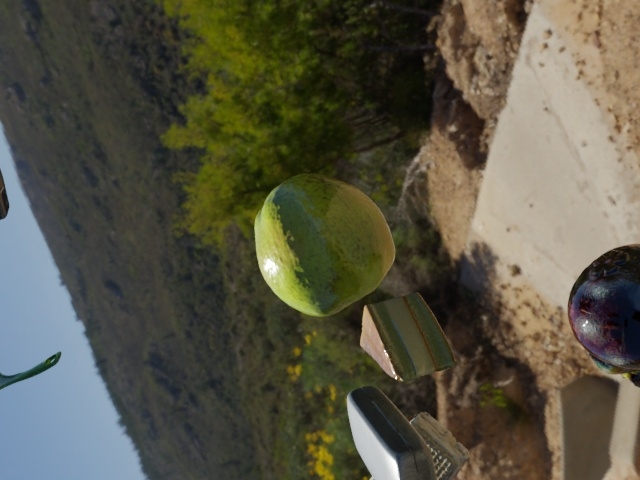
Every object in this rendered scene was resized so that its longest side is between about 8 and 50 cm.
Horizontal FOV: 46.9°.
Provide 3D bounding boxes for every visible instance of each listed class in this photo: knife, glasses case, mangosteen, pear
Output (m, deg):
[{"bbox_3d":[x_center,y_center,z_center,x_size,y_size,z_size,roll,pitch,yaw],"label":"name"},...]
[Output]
[{"bbox_3d":[-0.510,0.225,1.262,0.078,0.166,0.023,-97,-17,-48],"label":"knife"},{"bbox_3d":[0.121,0.369,1.310,0.323,0.074,0.131,-145,46,-74],"label":"glasses case"},{"bbox_3d":[0.741,0.165,1.719,0.330,0.330,0.330,58,164,28],"label":"mangosteen"},{"bbox_3d":[0.000,0.000,1.951,0.391,0.391,0.391,58,164,28],"label":"pear"}]

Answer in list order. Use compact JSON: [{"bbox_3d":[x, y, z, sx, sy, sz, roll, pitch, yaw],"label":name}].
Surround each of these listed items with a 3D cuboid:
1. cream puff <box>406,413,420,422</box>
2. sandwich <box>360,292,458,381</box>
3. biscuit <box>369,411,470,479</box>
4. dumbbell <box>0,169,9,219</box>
[{"bbox_3d":[0.241,0.508,1.882,0.116,0.094,0.122,-37,66,63],"label":"cream puff"},{"bbox_3d":[0.154,0.202,1.314,0.144,0.117,0.187,86,166,-45],"label":"sandwich"},{"bbox_3d":[0.164,0.563,1.597,0.144,0.078,0.426,40,119,24],"label":"biscuit"},{"bbox_3d":[-0.683,-0.066,1.191,0.160,0.324,0.144,41,144,50],"label":"dumbbell"}]
